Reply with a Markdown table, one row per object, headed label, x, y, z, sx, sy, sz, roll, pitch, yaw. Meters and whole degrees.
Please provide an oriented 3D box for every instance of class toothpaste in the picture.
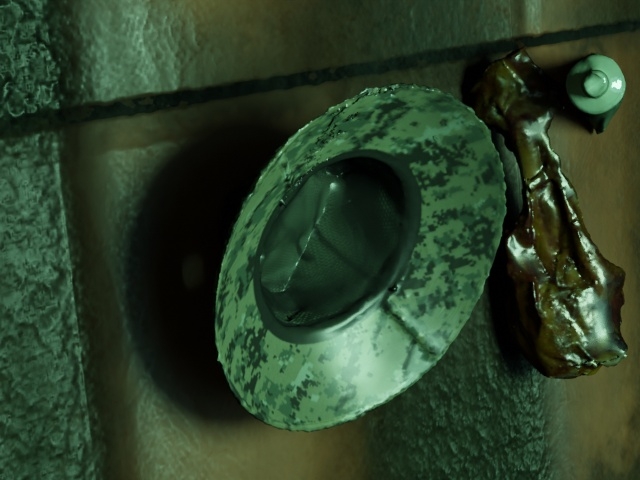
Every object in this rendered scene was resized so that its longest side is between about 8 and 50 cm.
| label | x | y | z | sx | sy | sz | roll | pitch | yaw |
| --- | --- | --- | --- | --- | --- | --- | --- | --- | --- |
| toothpaste | 0.243 | -0.134 | 1.261 | 0.069 | 0.047 | 0.268 | 59 | 13 | 3 |

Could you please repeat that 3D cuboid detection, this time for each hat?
| label | x | y | z | sx | sy | sz | roll | pitch | yaw |
| --- | --- | --- | --- | --- | --- | --- | --- | --- | --- |
| hat | 0.000 | 0.000 | 1.049 | 0.265 | 0.128 | 0.266 | -14 | 114 | -32 |

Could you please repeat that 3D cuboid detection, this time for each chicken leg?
| label | x | y | z | sx | sy | sz | roll | pitch | yaw |
| --- | --- | --- | --- | --- | --- | --- | --- | --- | --- |
| chicken leg | 0.202 | -0.022 | 1.268 | 0.093 | 0.113 | 0.304 | -47 | 126 | -67 |
